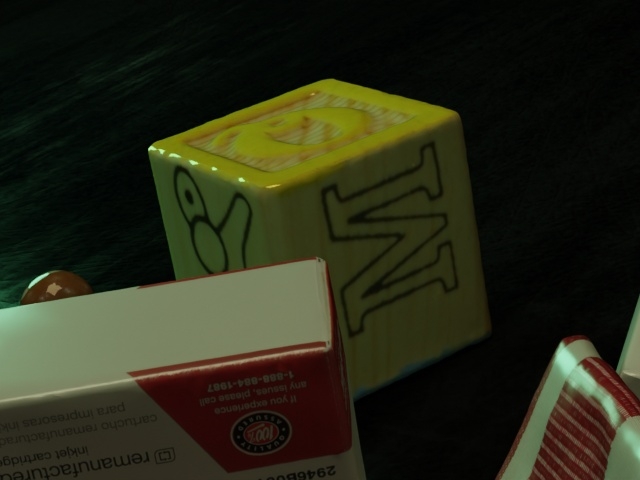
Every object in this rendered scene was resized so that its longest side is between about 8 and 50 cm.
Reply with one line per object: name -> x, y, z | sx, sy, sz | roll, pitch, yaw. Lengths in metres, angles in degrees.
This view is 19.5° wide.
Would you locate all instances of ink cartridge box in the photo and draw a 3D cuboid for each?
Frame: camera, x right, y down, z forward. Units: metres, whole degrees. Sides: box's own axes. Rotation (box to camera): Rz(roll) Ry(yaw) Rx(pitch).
ink cartridge box -> -0.069, 0.167, 1.035 | 0.197, 0.273, 0.114 | -10, 26, 2

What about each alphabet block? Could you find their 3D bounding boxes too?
alphabet block -> 0.000, 0.000, 1.507 | 0.193, 0.197, 0.192 | -23, 26, -30

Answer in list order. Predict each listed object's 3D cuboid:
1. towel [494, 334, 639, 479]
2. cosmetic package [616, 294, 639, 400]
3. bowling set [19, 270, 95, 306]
towel -> 0.123, 0.207, 0.921 | 0.037, 0.237, 0.329 | 19, 16, -16
cosmetic package -> 0.286, 0.087, 1.174 | 0.197, 0.155, 0.365 | 16, 27, 9
bowling set -> -0.162, 0.096, 1.361 | 0.287, 0.200, 0.154 | -11, 20, -12
